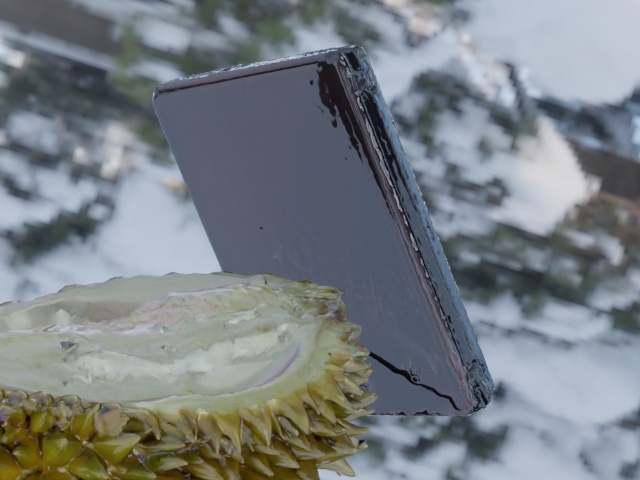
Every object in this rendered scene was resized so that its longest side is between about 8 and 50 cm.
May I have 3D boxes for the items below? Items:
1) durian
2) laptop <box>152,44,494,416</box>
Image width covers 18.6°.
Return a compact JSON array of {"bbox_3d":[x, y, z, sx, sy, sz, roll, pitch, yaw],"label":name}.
[{"bbox_3d":[-0.085,0.083,0.817,0.183,0.249,0.138,-14,-86,49],"label":"durian"},{"bbox_3d":[0.000,0.000,1.046,0.154,0.207,0.026,-6,-158,45],"label":"laptop"}]
